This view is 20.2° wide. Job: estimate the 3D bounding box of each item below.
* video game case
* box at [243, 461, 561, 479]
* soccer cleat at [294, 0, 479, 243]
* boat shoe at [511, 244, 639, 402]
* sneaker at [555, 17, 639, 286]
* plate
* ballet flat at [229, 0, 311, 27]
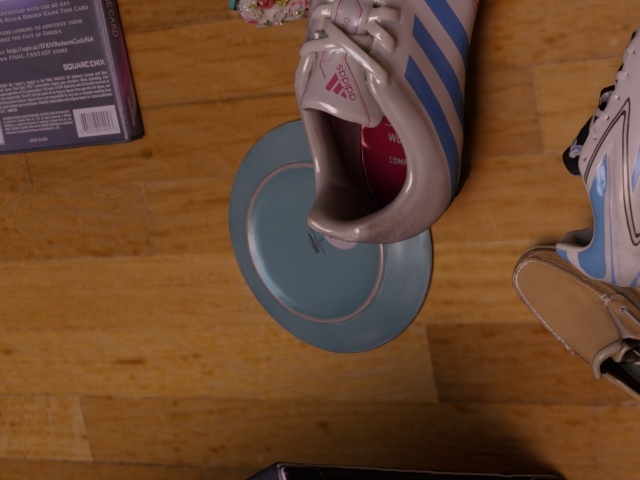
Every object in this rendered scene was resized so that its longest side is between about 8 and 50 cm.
[{"bbox_3d":[-0.253,-0.209,1.488,0.196,0.026,0.274,-3,103,35],"label":"video game case"},{"bbox_3d":[-0.028,0.330,1.310,0.395,0.293,0.212,-34,60,37],"label":"box"},{"bbox_3d":[0.044,-0.154,1.221,0.116,0.143,0.331,8,107,33],"label":"soccer cleat"},{"bbox_3d":[0.204,0.068,1.232,0.190,0.072,0.068,33,122,22],"label":"boat shoe"},{"bbox_3d":[0.205,-0.079,1.171,0.086,0.085,0.237,13,115,11],"label":"sneaker"},{"bbox_3d":[0.000,0.000,1.382,0.188,0.024,0.188,12,112,32],"label":"plate"},{"bbox_3d":[-0.019,-0.267,1.282,0.077,0.091,0.241,7,117,4],"label":"ballet flat"}]
